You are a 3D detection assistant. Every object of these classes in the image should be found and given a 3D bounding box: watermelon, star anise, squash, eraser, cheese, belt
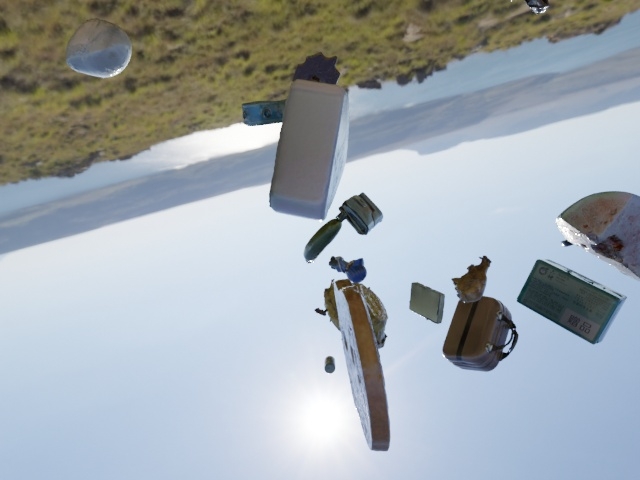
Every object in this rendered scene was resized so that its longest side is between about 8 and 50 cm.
[{"bbox_3d":[0.866,-0.040,1.421,0.188,0.322,0.175,-49,-168,4],"label":"watermelon"},{"bbox_3d":[0.706,-0.895,1.702,0.257,0.111,0.198,24,-131,18],"label":"star anise"},{"bbox_3d":[-0.001,0.001,1.818,0.318,0.071,0.080,-52,-176,42],"label":"squash"},{"bbox_3d":[-0.024,-0.196,1.219,0.149,0.331,0.331,14,-167,7],"label":"eraser"},{"bbox_3d":[-0.736,-0.644,1.606,0.189,0.198,0.154,16,164,28],"label":"cheese"},{"bbox_3d":[-0.078,-0.377,1.364,0.302,0.072,0.087,-13,-162,-24],"label":"belt"}]

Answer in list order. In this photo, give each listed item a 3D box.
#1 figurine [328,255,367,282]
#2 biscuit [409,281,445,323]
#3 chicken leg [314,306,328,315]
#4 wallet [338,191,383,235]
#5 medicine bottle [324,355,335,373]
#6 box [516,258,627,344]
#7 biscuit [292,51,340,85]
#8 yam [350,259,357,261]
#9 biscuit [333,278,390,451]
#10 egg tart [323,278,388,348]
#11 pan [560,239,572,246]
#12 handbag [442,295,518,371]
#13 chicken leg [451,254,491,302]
[{"bbox_3d":[0.096,0.097,1.691,0.149,0.086,0.087,13,-120,34],"label":"figurine"},{"bbox_3d":[0.411,0.239,1.843,0.040,0.121,0.199,3,-172,-21],"label":"biscuit"},{"bbox_3d":[0.006,0.286,1.893,0.083,0.036,0.021,16,123,-48],"label":"chicken leg"},{"bbox_3d":[0.186,-0.123,2.141,0.075,0.176,0.250,-42,177,27],"label":"wallet"},{"bbox_3d":[0.038,0.511,1.958,0.047,0.047,0.083,-14,-173,3],"label":"medicine bottle"},{"bbox_3d":[0.731,0.172,1.397,0.092,0.153,0.245,2,-155,-45],"label":"box"},{"bbox_3d":[-0.005,-0.699,2.007,0.215,0.182,0.034,-36,-160,31],"label":"biscuit"},{"bbox_3d":[0.191,0.162,2.606,0.084,0.084,0.127,-15,154,-3],"label":"yam"},{"bbox_3d":[0.105,0.293,1.162,0.062,0.385,0.365,-10,-172,-5],"label":"biscuit"},{"bbox_3d":[0.183,0.324,2.202,0.169,0.388,0.388,-46,177,21],"label":"egg tart"},{"bbox_3d":[1.060,-0.026,1.895,0.114,0.040,0.212,-17,163,-32],"label":"pan"},{"bbox_3d":[0.649,0.369,1.890,0.283,0.149,0.302,0,-123,54],"label":"handbag"},{"bbox_3d":[0.513,0.127,1.599,0.101,0.085,0.207,-7,-145,48],"label":"chicken leg"}]
